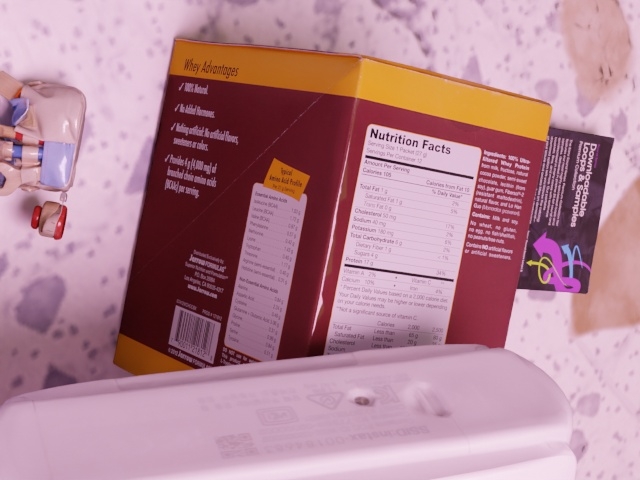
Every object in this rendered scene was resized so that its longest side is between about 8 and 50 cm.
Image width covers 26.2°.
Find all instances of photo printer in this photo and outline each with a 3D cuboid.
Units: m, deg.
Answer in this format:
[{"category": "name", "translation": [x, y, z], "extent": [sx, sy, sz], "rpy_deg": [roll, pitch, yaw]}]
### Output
[{"category": "photo printer", "translation": [-0.026, 0.205, 0.638], "extent": [0.256, 0.107, 0.308], "rpy_deg": [-4, 119, -19]}]

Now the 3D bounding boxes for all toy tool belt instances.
[{"category": "toy tool belt", "translation": [-0.155, -0.045, 0.730], "extent": [0.051, 0.052, 0.083], "rpy_deg": [10, 90, -6]}]

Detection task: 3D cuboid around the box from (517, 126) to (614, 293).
[{"category": "box", "translation": [0.131, -0.024, 0.950], "extent": [0.162, 0.029, 0.116], "rpy_deg": [6, 96, -35]}]

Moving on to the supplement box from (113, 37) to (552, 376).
[{"category": "supplement box", "translation": [0.000, 0.000, 0.756], "extent": [0.129, 0.191, 0.194], "rpy_deg": [9, 94, -36]}]
